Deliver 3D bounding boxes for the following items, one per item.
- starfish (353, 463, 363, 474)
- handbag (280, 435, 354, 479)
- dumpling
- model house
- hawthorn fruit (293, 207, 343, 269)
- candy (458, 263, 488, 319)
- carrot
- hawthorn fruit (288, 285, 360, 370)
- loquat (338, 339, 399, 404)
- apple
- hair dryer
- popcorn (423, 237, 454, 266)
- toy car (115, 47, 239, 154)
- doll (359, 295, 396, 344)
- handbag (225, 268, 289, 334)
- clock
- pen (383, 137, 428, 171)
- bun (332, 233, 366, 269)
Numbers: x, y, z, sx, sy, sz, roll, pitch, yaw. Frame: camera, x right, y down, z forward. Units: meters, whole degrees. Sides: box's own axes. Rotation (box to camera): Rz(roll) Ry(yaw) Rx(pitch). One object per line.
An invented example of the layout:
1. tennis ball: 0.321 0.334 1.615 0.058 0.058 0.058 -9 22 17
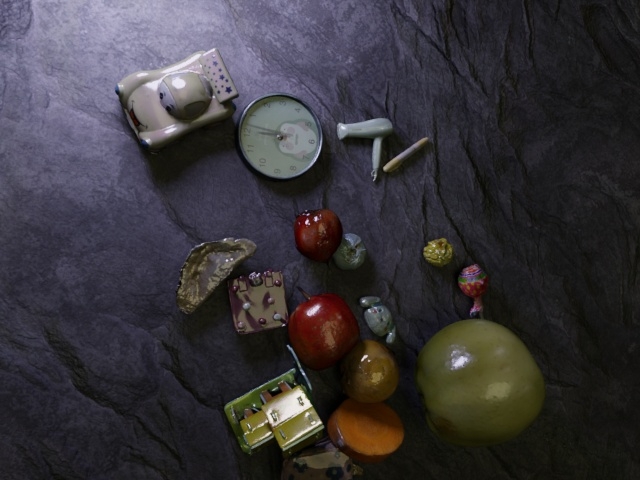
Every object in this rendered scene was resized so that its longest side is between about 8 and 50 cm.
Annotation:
1. starfish: 0.100 0.867 1.880 0.150 0.053 0.209 23 83 -22
2. handbag: -0.018 0.797 1.755 0.252 0.193 0.190 -6 88 -7
3. dumpling: -0.384 0.086 1.689 0.332 0.086 0.166 -44 104 -12
4. model house: -0.153 0.558 1.649 0.300 0.324 0.340 -24 98 -17
5. hawthorn fruit: 0.000 0.000 1.767 0.181 0.181 0.235 -18 97 -17
6. candy: 0.651 0.273 2.032 0.124 0.124 0.365 -24 109 -16
7. carrot: 0.157 0.677 1.773 0.307 0.258 0.100 -7 126 -51
8. hawthorn fruit: -0.012 0.291 1.749 0.254 0.254 0.300 -35 85 -14
9. loquat: 0.177 0.478 1.804 0.235 0.235 0.235 0 91 -18
10. apple: 0.568 0.522 1.829 0.474 0.473 0.473 0 91 -18
11. hair dryer: 0.175 -0.337 1.884 0.206 0.075 0.237 -10 102 -10
12. popcorn: 0.470 0.047 1.955 0.121 0.106 0.116 24 94 -17
13. toy car: -0.450 -0.449 1.583 0.336 0.226 0.242 -27 99 -17
14. doll: 0.224 0.299 1.899 0.103 0.071 0.214 -34 92 -27
15. handbag: -0.219 0.214 1.752 0.203 0.074 0.216 -9 94 -18
16. clock: -0.146 -0.368 1.768 0.319 0.066 0.318 -1 92 -17
17. pen: 0.337 -0.333 1.942 0.233 0.032 0.040 -35 124 -15
18. bun: 0.110 0.042 1.850 0.141 0.083 0.140 1 88 -17
